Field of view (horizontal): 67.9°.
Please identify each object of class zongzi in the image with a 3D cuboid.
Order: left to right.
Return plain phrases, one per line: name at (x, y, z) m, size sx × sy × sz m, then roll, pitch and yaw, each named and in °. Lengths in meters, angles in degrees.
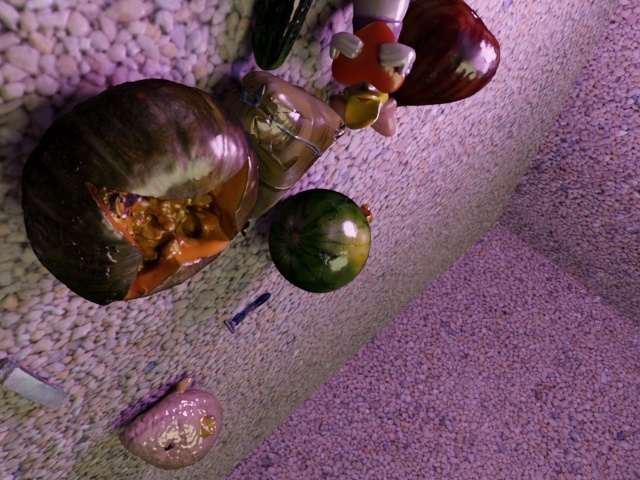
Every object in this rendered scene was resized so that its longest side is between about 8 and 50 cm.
zongzi at (-0.109, -0.145, 0.824) m, size 0.274 × 0.125 × 0.251 m, roll -49°, pitch 159°, yaw 19°

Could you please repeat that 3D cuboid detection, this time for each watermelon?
watermelon at (-0.001, 0.000, 1.092) m, size 0.242 × 0.242 × 0.242 m, roll -38°, pitch 156°, yaw -21°

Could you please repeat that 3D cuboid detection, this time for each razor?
razor at (-0.201, 0.195, 1.329) m, size 0.155 × 0.044 × 0.028 m, roll -39°, pitch -174°, yaw -25°

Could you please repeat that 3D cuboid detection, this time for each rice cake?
rice cake at (-0.523, 0.267, 0.868) m, size 0.043 × 0.034 × 0.210 m, roll -46°, pitch 158°, yaw -25°

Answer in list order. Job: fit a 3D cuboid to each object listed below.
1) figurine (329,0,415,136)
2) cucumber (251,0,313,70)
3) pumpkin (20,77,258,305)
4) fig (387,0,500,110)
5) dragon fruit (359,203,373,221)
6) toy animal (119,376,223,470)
figurine at (0.086, -0.339, 0.826) m, size 0.420 × 0.155 × 0.193 m, roll 94°, pitch 6°, yaw -45°
cucumber at (-0.042, -0.352, 0.665) m, size 0.075 × 0.074 × 0.241 m, roll -23°, pitch 149°, yaw -45°
pumpkin at (-0.230, -0.064, 0.645) m, size 0.321 × 0.192 × 0.320 m, roll -37°, pitch 157°, yaw -19°
fig at (0.202, -0.344, 0.999) m, size 0.217 × 0.216 × 0.321 m, roll -21°, pitch 165°, yaw -47°
dragon fruit at (0.076, -0.021, 1.346) m, size 0.207 × 0.150 × 0.133 m, roll -50°, pitch -173°, yaw -11°
toy animal at (-0.383, 0.529, 1.343) m, size 0.227 × 0.188 × 0.358 m, roll -40°, pitch 157°, yaw -8°
